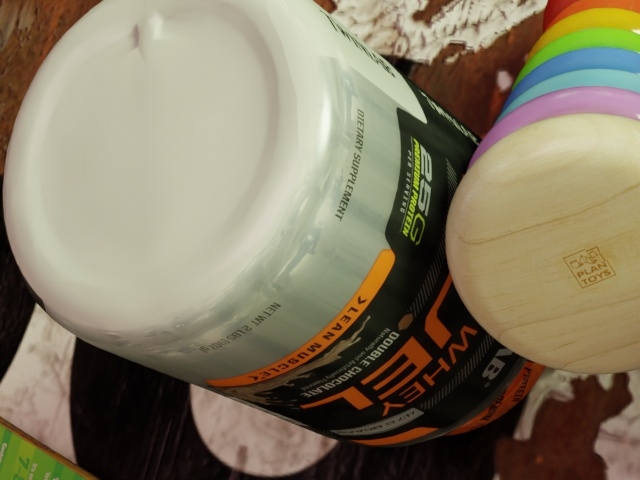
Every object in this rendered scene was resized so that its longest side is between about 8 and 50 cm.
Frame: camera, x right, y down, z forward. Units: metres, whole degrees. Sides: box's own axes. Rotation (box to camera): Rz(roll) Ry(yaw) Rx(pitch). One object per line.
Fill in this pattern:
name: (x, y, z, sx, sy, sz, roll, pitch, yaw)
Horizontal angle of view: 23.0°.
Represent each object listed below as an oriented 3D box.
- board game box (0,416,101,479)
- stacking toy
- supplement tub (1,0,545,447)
board game box: (-0.201, 0.220, 1.130, 0.259, 0.039, 0.124, 24, 87, 39)
stacking toy: (0.162, -0.074, 0.875, 0.141, 0.141, 0.330, -20, 25, 25)
supplement tub: (0.000, 0.000, 0.894, 0.207, 0.338, 0.207, -11, 68, 29)
